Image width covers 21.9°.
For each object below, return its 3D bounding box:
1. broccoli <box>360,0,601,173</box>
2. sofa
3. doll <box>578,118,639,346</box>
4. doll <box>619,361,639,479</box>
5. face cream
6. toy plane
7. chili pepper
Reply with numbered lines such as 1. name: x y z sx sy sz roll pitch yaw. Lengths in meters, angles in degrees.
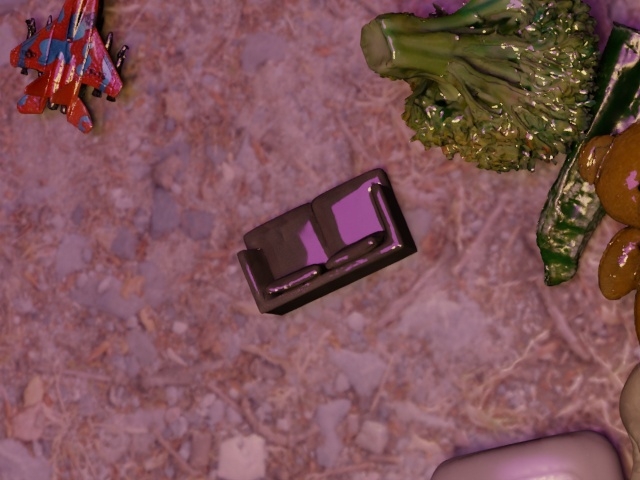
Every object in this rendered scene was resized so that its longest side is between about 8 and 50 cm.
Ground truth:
1. broccoli: 0.114 -0.154 1.346 0.219 0.194 0.194 14 89 55
2. sofa: 0.000 0.000 1.450 0.147 0.060 0.085 -25 74 18
3. doll: 0.283 0.003 1.300 0.137 0.097 0.210 -15 94 1
4. doll: 0.333 0.096 1.245 0.275 0.155 0.113 -36 73 6
5. face cream: 0.193 0.328 1.319 0.163 0.080 0.337 -16 78 19
6. toy plane: -0.227 -0.202 1.570 0.130 0.061 0.189 18 87 24
7. chili pepper: 0.237 -0.063 1.364 0.088 0.059 0.227 23 99 1
